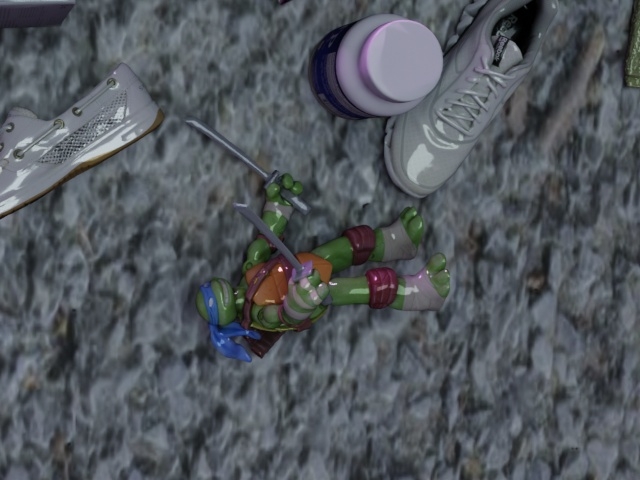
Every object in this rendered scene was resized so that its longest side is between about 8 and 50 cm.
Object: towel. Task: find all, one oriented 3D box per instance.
[{"bbox_3d":[0.432,-0.257,1.531,0.110,0.027,0.148,8,93,-15],"label":"towel"}]

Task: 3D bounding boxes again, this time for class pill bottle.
[{"bbox_3d":[0.063,-0.189,1.348,0.112,0.186,0.112,-1,94,-16],"label":"pill bottle"}]

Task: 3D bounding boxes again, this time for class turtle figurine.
[{"bbox_3d":[0.000,0.000,1.340,0.266,0.198,0.275,-5,98,-19],"label":"turtle figurine"}]

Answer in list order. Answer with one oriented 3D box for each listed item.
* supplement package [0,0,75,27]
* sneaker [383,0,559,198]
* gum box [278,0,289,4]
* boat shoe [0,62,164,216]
[{"bbox_3d":[-0.356,-0.292,1.220,0.203,0.194,0.149,-5,94,-16],"label":"supplement package"},{"bbox_3d":[0.173,-0.181,1.418,0.110,0.118,0.292,32,86,-17],"label":"sneaker"},{"bbox_3d":[0.010,-0.315,1.324,0.107,0.188,0.062,-33,102,-12],"label":"gum box"},{"bbox_3d":[-0.303,-0.097,1.303,0.277,0.098,0.096,-34,102,-20],"label":"boat shoe"}]
